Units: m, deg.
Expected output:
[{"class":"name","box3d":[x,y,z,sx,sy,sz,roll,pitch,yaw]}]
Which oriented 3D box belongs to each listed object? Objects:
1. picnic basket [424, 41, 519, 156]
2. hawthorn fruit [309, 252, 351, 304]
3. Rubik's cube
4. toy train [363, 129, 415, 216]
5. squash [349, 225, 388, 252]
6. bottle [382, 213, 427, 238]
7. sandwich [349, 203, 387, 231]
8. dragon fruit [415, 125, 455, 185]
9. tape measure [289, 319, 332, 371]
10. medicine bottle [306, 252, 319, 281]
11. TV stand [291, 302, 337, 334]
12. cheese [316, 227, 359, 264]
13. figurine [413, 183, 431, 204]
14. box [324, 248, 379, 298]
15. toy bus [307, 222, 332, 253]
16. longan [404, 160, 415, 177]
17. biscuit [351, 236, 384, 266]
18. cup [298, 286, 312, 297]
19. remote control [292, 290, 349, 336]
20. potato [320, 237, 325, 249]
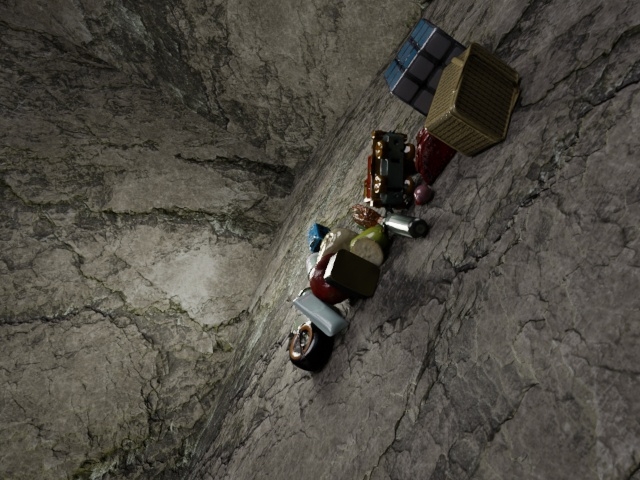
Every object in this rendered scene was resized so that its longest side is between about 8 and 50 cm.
[{"class":"picnic basket","box3d":[0.525,-0.486,1.481,0.175,0.228,0.313,-28,38,65]},{"class":"hawthorn fruit","box3d":[0.048,0.174,1.906,0.230,0.210,0.266,-62,10,-29]},{"class":"Rubik's cube","box3d":[0.485,-0.714,1.848,0.305,0.304,0.301,-55,17,27]},{"class":"toy train","box3d":[0.278,-0.279,1.842,0.231,0.163,0.369,176,95,-71]},{"class":"squash","box3d":[0.215,0.002,1.827,0.187,0.123,0.123,-42,26,45]},{"class":"bottle","box3d":[0.316,-0.057,1.668,0.096,0.079,0.254,-19,13,-11]},{"class":"sandwich","box3d":[0.218,-0.085,1.919,0.235,0.159,0.079,24,80,54]},{"class":"dragon fruit","box3d":[0.446,-0.404,1.730,0.317,0.152,0.205,-57,16,18]},{"class":"tape measure","box3d":[-0.041,0.451,1.862,0.202,0.135,0.223,-36,31,37]},{"class":"medicine bottle","box3d":[-0.008,0.146,2.238,0.135,0.135,0.168,-58,17,13]},{"class":"TV stand","box3d":[-0.032,0.376,2.019,0.269,0.088,0.082,-43,26,47]},{"class":"cheese","box3d":[0.101,0.025,2.053,0.248,0.174,0.251,-52,14,36]},{"class":"figurine","box3d":[0.395,-0.181,1.670,0.067,0.071,0.083,10,77,29]},{"class":"box","box3d":[0.123,0.139,1.745,0.090,0.201,0.144,-40,28,61]},{"class":"toy bus","box3d":[0.000,0.000,2.450,0.113,0.134,0.246,-57,16,18]},{"class":"longan","box3d":[0.374,-0.330,1.924,0.113,0.092,0.113,-53,23,33]},{"class":"biscuit","box3d":[0.192,0.052,1.779,0.152,0.152,0.020,-47,-4,42]},{"class":"cup","box3d":[-0.034,0.296,2.139,0.141,0.120,0.120,11,73,59]},{"class":"remote control","box3d":[-0.004,0.304,1.852,0.103,0.051,0.293,-29,36,-25]},{"class":"potato","box3d":[0.065,0.024,2.258,0.147,0.112,0.112,-45,12,-17]}]
